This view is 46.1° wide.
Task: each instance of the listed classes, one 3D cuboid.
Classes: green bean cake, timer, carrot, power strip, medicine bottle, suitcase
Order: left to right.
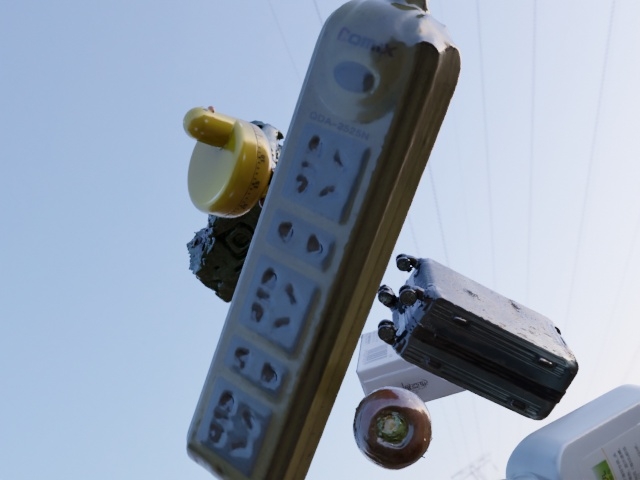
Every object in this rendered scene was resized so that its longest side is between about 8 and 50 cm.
[{"bbox_3d":[-0.103,-0.078,0.771,0.109,0.107,0.107,14,-56,-38],"label":"timer"},{"bbox_3d":[-0.099,-0.026,0.970,0.208,0.107,0.193,-28,-51,22],"label":"green bean cake"},{"bbox_3d":[0.000,0.000,0.508,0.066,0.092,0.387,4,-71,-56],"label":"power strip"},{"bbox_3d":[0.048,0.121,0.482,0.047,0.047,0.191,-34,-15,-3],"label":"carrot"},{"bbox_3d":[0.244,0.150,1.207,0.128,0.312,0.202,-63,6,18],"label":"suitcase"},{"bbox_3d":[0.350,0.317,0.975,0.324,0.179,0.124,-18,9,-30],"label":"medicine bottle"}]

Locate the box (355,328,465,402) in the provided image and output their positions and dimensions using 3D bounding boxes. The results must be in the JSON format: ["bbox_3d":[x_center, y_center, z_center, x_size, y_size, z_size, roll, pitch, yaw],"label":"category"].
[{"bbox_3d":[0.184,0.245,1.545,0.195,0.111,0.260,-18,5,10],"label":"box"}]
